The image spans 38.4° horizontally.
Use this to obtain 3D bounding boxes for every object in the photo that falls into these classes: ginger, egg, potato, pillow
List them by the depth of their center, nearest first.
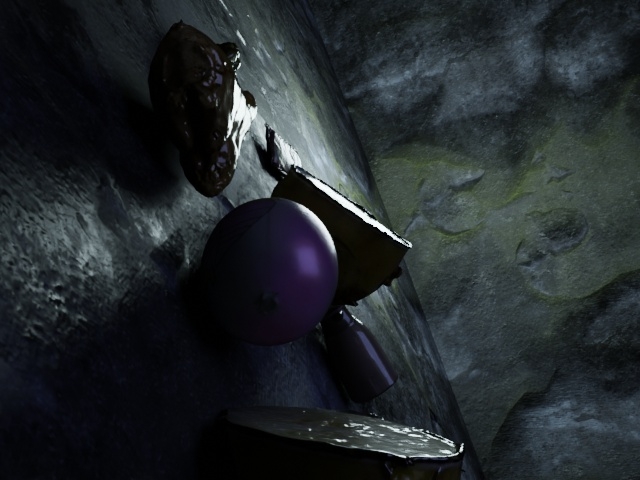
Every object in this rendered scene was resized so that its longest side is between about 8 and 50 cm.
[{"bbox_3d":[0.008,0.361,1.089,0.397,0.289,0.296,-7,-105,65],"label":"potato"},{"bbox_3d":[-0.071,0.032,1.280,0.271,0.196,0.196,-95,159,-57],"label":"egg"},{"bbox_3d":[-0.151,-0.186,1.416,0.236,0.166,0.375,62,15,19],"label":"ginger"},{"bbox_3d":[0.000,0.000,1.740,0.299,0.196,0.246,42,8,37],"label":"potato"},{"bbox_3d":[-0.082,-0.178,2.017,0.185,0.043,0.118,39,37,-61],"label":"pillow"}]

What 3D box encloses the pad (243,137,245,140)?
[{"bbox_3d":[-0.180,-0.283,1.857,0.157,0.003,0.112,-98,162,-51],"label":"pad"}]

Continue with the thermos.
[{"bbox_3d":[0.055,0.209,1.808,0.193,0.105,0.137,59,-13,-9],"label":"thermos"}]

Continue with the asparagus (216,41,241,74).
[{"bbox_3d":[-0.193,-0.315,1.682,0.080,0.080,0.287,63,20,-21],"label":"asparagus"}]
